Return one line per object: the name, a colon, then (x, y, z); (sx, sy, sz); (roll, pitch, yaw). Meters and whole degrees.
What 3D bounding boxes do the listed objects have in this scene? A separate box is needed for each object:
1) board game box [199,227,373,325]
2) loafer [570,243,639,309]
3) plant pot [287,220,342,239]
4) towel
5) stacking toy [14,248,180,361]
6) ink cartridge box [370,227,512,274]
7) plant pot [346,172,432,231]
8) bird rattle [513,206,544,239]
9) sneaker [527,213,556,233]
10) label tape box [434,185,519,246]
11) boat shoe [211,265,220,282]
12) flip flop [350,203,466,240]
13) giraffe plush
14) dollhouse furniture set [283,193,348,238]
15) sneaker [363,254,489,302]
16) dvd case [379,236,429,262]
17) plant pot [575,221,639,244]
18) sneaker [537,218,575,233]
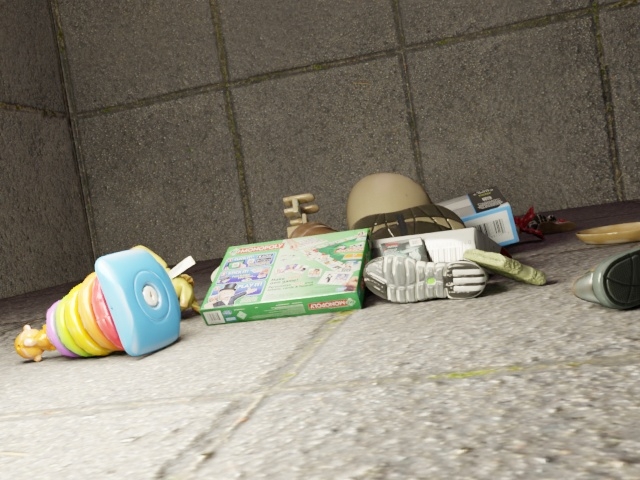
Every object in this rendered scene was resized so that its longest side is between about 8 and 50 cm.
board game box: (-0.062, 0.070, 1.361); (0.317, 0.046, 0.213); (-8, 32, 17)
loafer: (0.476, 0.033, 0.956); (0.268, 0.096, 0.084); (-12, -3, -18)
plant pot: (0.020, 0.040, 1.719); (0.167, 0.167, 0.165); (-10, 11, -30)
towel: (0.334, 0.046, 1.242); (0.110, 0.027, 0.148); (23, -2, -16)
stacking toy: (-0.410, 0.145, 1.178); (0.302, 0.175, 0.166); (-22, -2, 19)
ink cartridge box: (0.251, 0.062, 1.548); (0.308, 0.091, 0.385); (-8, -14, 26)
plant pot: (0.208, -0.047, 2.171); (0.284, 0.284, 0.191); (-8, 38, 23)
bird rattle: (0.533, -0.018, 2.046); (0.254, 0.143, 0.207); (9, 25, 36)
sneaker: (0.733, -0.044, 2.275); (0.071, 0.068, 0.170); (-26, -18, 40)
label tape box: (0.389, -0.058, 1.884); (0.249, 0.115, 0.347); (-17, 16, 11)
boat shoe: (-0.141, 0.089, 1.804); (0.305, 0.091, 0.109); (-16, 49, -23)
flip flop: (0.207, -0.015, 1.599); (0.277, 0.112, 0.080); (-7, -26, -5)
giraffe plush: (-0.344, 0.112, 1.472); (0.210, 0.181, 0.170); (-19, -19, 1)
dollhouse furniture set: (0.000, 0.000, 2.032); (0.161, 0.212, 0.242); (-10, -25, 7)
sneaker: (0.204, 0.071, 1.265); (0.229, 0.086, 0.132); (4, 3, 27)
dvd case: (0.171, 0.053, 1.331); (0.087, 0.119, 0.013); (-10, -27, -6)
plant pot: (0.772, -0.019, 1.718); (0.236, 0.032, 0.236); (-8, 3, 0)
sneaker: (0.763, -0.046, 2.218); (0.119, 0.042, 0.067); (-1, 7, 1)
